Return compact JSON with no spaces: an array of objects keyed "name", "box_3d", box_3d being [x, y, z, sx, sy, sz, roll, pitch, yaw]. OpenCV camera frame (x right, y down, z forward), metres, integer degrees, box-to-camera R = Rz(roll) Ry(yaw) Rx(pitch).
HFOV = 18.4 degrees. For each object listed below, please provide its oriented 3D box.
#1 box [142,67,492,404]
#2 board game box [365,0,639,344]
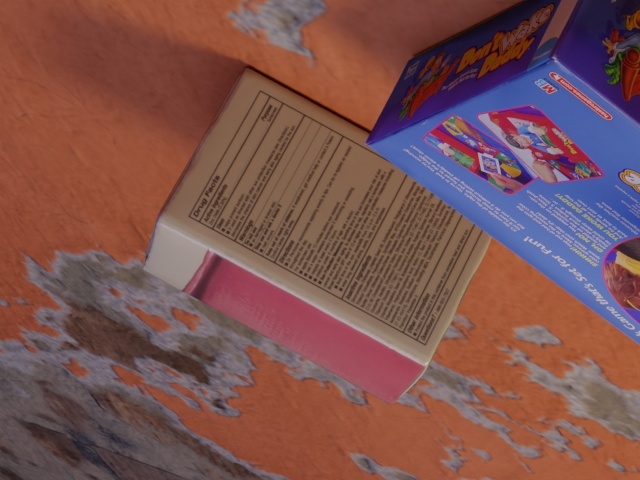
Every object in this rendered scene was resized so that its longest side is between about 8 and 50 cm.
[{"name":"box","box_3d":[0.000,0.000,1.528,0.232,0.149,0.127,29,158,0]},{"name":"board game box","box_3d":[0.232,-0.021,1.312,0.347,0.078,0.233,36,156,-18]}]
